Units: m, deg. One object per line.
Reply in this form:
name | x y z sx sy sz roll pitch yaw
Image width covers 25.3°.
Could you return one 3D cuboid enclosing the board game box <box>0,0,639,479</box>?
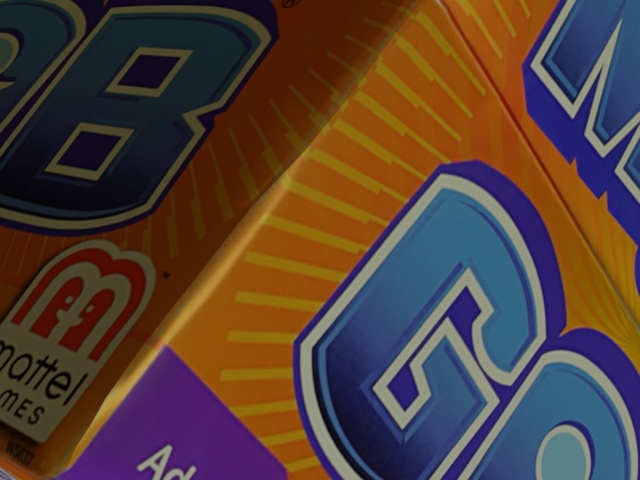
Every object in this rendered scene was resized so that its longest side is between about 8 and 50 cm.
board game box | 0.000 0.000 0.642 0.356 0.356 0.356 -53 131 -18
